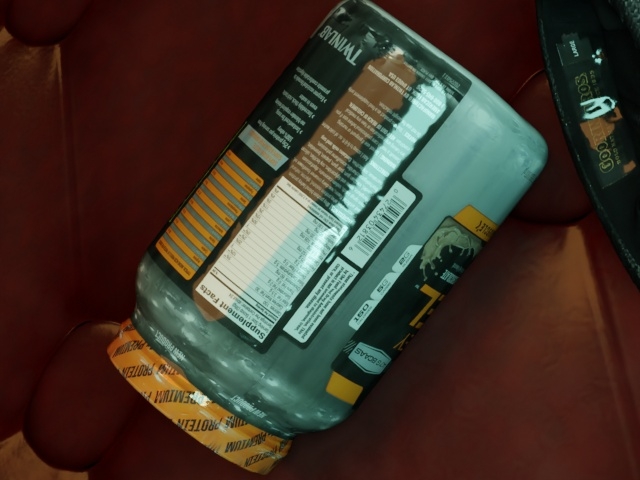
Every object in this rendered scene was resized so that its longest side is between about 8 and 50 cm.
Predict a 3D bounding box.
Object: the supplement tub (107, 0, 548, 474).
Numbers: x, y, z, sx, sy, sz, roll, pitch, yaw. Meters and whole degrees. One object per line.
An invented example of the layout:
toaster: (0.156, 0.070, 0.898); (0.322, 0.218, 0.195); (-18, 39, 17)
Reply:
supplement tub: (0.000, 0.000, 1.484); (0.338, 0.207, 0.207); (-52, 45, 4)

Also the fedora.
fedora: (0.271, -0.094, 1.315); (0.152, 0.334, 0.334); (-19, 49, -7)
